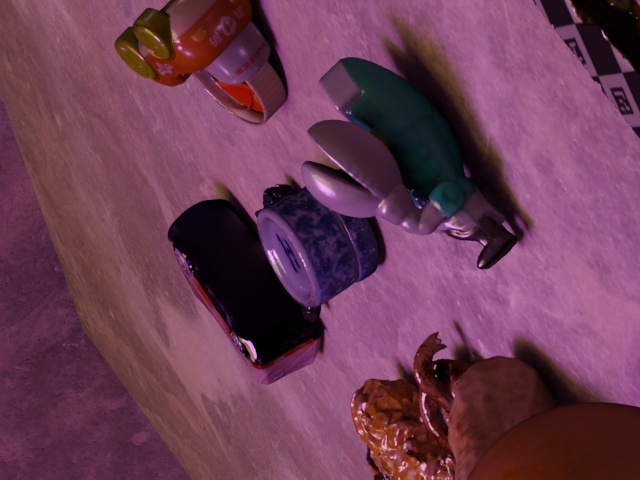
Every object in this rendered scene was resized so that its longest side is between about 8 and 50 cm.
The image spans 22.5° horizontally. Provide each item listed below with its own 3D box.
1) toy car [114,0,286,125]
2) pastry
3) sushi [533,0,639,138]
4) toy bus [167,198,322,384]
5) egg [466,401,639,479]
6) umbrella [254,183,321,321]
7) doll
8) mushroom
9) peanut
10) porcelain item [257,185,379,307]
[{"bbox_3d":[-0.133,-0.243,2.087,0.235,0.145,0.235,37,164,12],"label":"toy car"},{"bbox_3d":[0.131,0.283,2.171,0.250,0.102,0.154,38,149,48],"label":"pastry"},{"bbox_3d":[0.240,-0.188,1.217,0.231,0.047,0.219,58,168,25],"label":"sushi"},{"bbox_3d":[-0.123,0.082,2.534,0.302,0.127,0.147,52,164,27],"label":"toy bus"},{"bbox_3d":[0.284,0.319,1.451,0.374,0.301,0.301,51,160,33],"label":"egg"},{"bbox_3d":[-0.040,0.019,2.315,0.071,0.071,0.248,45,161,41],"label":"umbrella"},{"bbox_3d":[0.078,-0.071,1.671,0.195,0.153,0.258,38,-168,-52],"label":"doll"},{"bbox_3d":[0.166,0.191,1.969,0.135,0.080,0.170,3,121,56],"label":"mushroom"},{"bbox_3d":[0.201,0.243,1.730,0.290,0.130,0.130,-87,-16,-55],"label":"peanut"},{"bbox_3d":[0.000,0.000,2.076,0.147,0.114,0.147,50,158,29],"label":"porcelain item"}]
